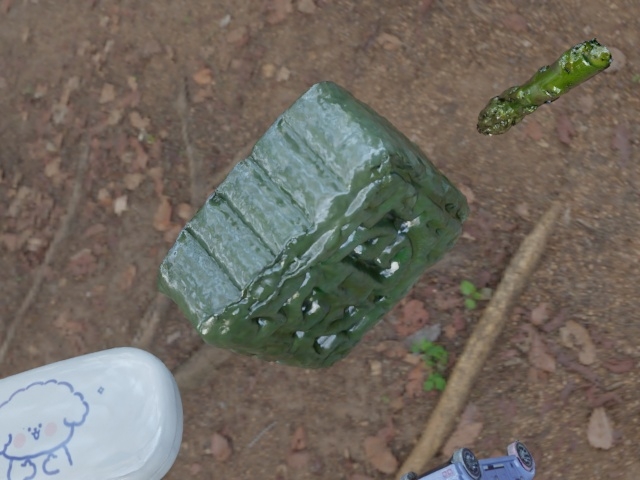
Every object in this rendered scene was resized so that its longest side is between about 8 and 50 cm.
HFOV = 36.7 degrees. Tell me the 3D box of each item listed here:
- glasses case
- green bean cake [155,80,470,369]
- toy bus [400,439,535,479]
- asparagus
[{"bbox_3d":[-0.164,0.114,0.517,0.197,0.049,0.076,-18,60,14],"label":"glasses case"},{"bbox_3d":[0.000,0.000,0.664,0.183,0.185,0.094,-45,61,9],"label":"green bean cake"},{"bbox_3d":[0.143,0.234,0.882,0.073,0.167,0.076,-34,65,28],"label":"toy bus"},{"bbox_3d":[0.163,-0.113,0.743,0.030,0.165,0.036,40,69,-8],"label":"asparagus"}]
